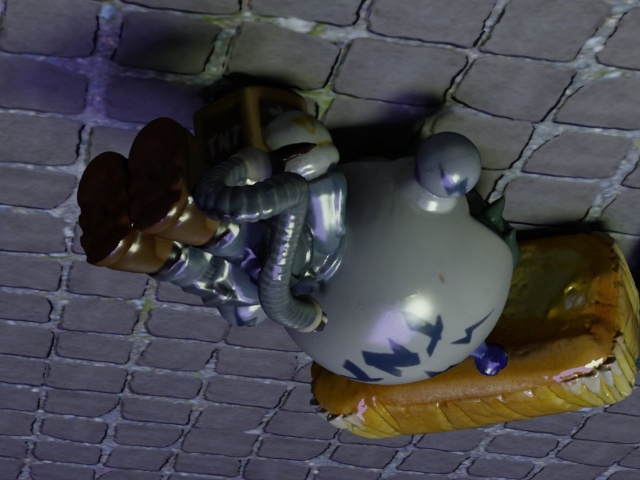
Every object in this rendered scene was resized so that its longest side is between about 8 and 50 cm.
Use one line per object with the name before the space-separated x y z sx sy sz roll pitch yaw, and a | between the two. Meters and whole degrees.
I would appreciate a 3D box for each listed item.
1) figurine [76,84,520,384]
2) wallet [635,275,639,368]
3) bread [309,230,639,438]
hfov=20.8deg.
figurine | -0.003 -0.001 1.303 0.261 0.186 0.382 -16 154 43
wallet | 0.365 0.019 1.472 0.191 0.046 0.379 1 153 -5
bread | 0.138 0.088 1.494 0.288 0.152 0.119 -12 142 31
